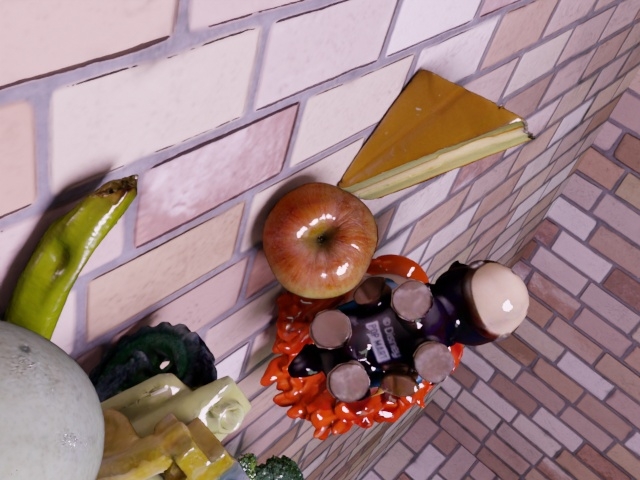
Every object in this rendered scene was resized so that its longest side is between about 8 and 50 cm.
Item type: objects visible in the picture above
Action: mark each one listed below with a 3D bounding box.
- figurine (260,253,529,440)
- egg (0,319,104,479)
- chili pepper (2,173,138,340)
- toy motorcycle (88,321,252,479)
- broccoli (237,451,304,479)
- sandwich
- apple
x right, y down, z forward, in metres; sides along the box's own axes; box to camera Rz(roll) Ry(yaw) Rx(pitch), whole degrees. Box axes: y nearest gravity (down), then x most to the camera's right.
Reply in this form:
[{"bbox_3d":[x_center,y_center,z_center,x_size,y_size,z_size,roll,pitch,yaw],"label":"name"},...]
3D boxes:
[{"bbox_3d":[0.088,0.118,0.923,0.306,0.241,0.412,-32,175,-22],"label":"figurine"},{"bbox_3d":[-0.236,0.128,0.426,0.236,0.169,0.169,5,122,-57],"label":"egg"},{"bbox_3d":[-0.195,0.034,0.526,0.050,0.052,0.202,22,112,-32],"label":"chili pepper"},{"bbox_3d":[-0.220,0.243,0.582,0.410,0.237,0.169,-45,137,-19],"label":"toy motorcycle"},{"bbox_3d":[-0.138,0.439,1.076,0.294,0.245,0.265,-41,117,-39],"label":"broccoli"},{"bbox_3d":[0.140,-0.095,0.876,0.187,0.144,0.117,-55,157,10],"label":"sandwich"},{"bbox_3d":[-0.003,0.001,0.772,0.126,0.126,0.102,-48,179,-9],"label":"apple"}]
